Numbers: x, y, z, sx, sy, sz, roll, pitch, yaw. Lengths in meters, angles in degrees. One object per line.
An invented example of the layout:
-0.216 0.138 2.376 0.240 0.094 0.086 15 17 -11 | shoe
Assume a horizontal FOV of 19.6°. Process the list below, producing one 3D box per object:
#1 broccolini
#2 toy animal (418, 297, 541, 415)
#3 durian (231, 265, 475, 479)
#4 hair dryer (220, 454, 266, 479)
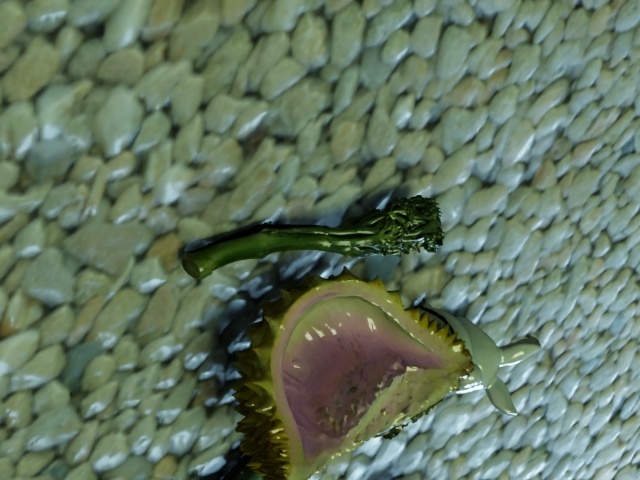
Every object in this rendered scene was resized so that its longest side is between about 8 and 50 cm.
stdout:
0.000 0.000 1.341 0.239 0.054 0.051 -8 140 -42 | broccolini
0.117 0.095 1.534 0.124 0.085 0.071 22 86 -60 | toy animal
0.012 0.106 1.369 0.182 0.132 0.165 -47 157 -8 | durian
-0.113 0.300 1.437 0.302 0.116 0.244 -46 148 -20 | hair dryer
